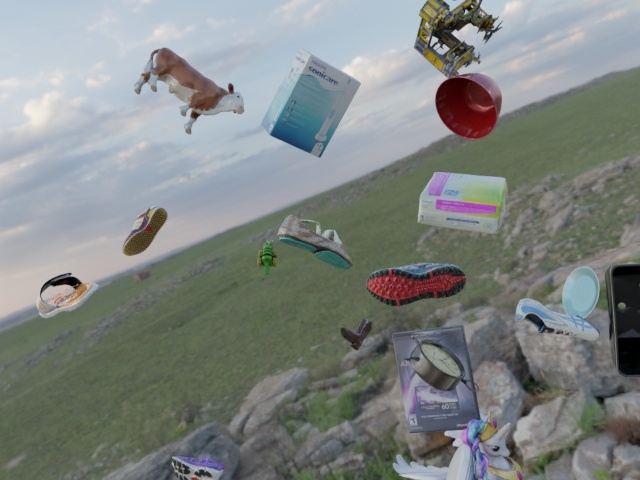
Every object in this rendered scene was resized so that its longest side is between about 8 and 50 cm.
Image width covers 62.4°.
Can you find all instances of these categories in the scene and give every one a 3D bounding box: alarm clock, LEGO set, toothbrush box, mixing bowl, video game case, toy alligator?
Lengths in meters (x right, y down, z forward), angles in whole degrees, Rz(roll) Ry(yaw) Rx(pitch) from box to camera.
[{"bbox_3d":[0.295,0.311,1.268,0.064,0.192,0.129,-63,-4,21],"label":"alarm clock"},{"bbox_3d":[0.444,-0.639,1.565,0.331,0.192,0.255,-38,-13,-21],"label":"LEGO set"},{"bbox_3d":[-0.035,-0.467,1.806,0.216,0.295,0.126,18,22,-32],"label":"toothbrush box"},{"bbox_3d":[0.404,-0.367,1.386,0.098,0.181,0.181,-42,15,-27],"label":"mixing bowl"},{"bbox_3d":[0.313,0.377,1.432,0.196,0.274,0.026,-11,-2,19],"label":"video game case"},{"bbox_3d":[-0.159,0.032,1.606,0.056,0.051,0.190,1,33,-2],"label":"toy alligator"}]

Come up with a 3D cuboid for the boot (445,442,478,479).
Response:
[{"bbox_3d":[0.286,0.484,0.998,0.190,0.086,0.069,-59,-5,-49],"label":"boot"}]

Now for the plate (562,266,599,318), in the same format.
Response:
[{"bbox_3d":[0.905,0.184,1.827,0.024,0.188,0.188,12,1,-9],"label":"plate"}]

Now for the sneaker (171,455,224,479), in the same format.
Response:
[{"bbox_3d":[-0.344,0.638,1.482,0.170,0.068,0.071,3,13,25],"label":"sneaker"}]

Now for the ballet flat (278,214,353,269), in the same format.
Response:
[{"bbox_3d":[0.000,0.000,1.776,0.316,0.106,0.107,28,-24,-37],"label":"ballet flat"}]

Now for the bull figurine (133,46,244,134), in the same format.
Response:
[{"bbox_3d":[-0.372,-0.425,1.516,0.188,0.310,0.101,-56,2,-34],"label":"bull figurine"}]

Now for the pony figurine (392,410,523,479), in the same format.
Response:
[{"bbox_3d":[0.421,0.605,1.384,0.303,0.363,0.351,-30,2,-36],"label":"pony figurine"}]

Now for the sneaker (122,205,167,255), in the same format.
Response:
[{"bbox_3d":[-0.559,-0.030,1.657,0.084,0.069,0.185,14,59,44],"label":"sneaker"}]

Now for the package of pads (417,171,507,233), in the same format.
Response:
[{"bbox_3d":[0.424,-0.119,1.542,0.229,0.101,0.296,8,23,17],"label":"package of pads"}]

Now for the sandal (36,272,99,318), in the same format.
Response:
[{"bbox_3d":[-0.598,0.115,1.229,0.265,0.076,0.102,-16,30,44],"label":"sandal"}]

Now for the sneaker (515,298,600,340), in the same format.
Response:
[{"bbox_3d":[0.684,0.246,1.535,0.085,0.237,0.086,91,-159,-62],"label":"sneaker"}]

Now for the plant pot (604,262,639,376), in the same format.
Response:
[{"bbox_3d":[0.598,0.125,0.930,0.188,0.187,0.167,-4,1,16],"label":"plant pot"}]

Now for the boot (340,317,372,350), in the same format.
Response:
[{"bbox_3d":[0.124,0.292,1.771,0.037,0.106,0.114,-6,34,48],"label":"boot"}]

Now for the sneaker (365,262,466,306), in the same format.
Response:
[{"bbox_3d":[0.255,0.114,1.432,0.262,0.104,0.125,-3,7,8],"label":"sneaker"}]
